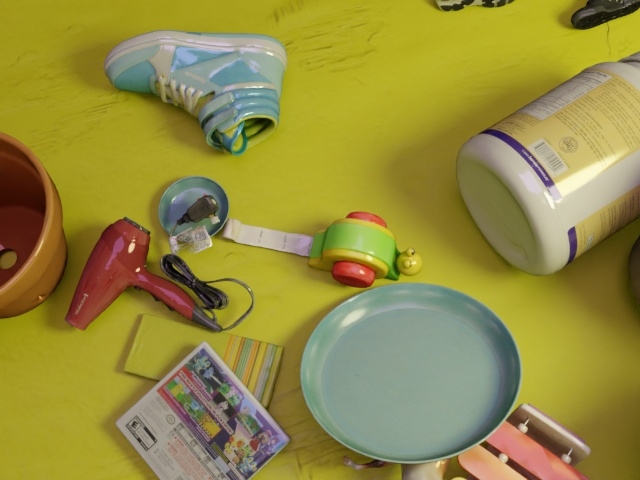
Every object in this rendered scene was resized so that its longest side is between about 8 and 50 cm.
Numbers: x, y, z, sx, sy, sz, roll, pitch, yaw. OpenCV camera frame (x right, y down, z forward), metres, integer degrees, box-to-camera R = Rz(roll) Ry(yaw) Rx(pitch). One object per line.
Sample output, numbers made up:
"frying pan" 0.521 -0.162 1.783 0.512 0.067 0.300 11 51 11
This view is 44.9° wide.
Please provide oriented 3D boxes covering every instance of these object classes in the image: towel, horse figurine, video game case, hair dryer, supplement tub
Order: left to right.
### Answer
"hair dryer" -0.269 0.062 1.214 0.293 0.080 0.224 -21 72 3
"video game case" -0.176 0.285 1.156 0.183 0.023 0.201 -43 76 -5
"towel" -0.181 0.188 1.212 0.237 0.021 0.102 13 65 8
"horse figurine" 0.113 0.341 1.059 0.174 0.066 0.263 -8 37 17
"supplement tub" 0.402 -0.123 1.183 0.331 0.241 0.241 -31 72 -9

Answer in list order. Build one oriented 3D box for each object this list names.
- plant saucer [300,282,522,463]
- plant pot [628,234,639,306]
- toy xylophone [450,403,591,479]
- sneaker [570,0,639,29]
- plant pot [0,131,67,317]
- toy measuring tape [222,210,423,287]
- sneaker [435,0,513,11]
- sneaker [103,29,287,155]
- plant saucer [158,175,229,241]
"plant saucer" 0.130 0.191 1.127 0.317 0.044 0.318 -5 43 5
"plant pot" 0.597 0.016 1.081 0.323 0.280 0.323 6 69 -15
"toy xylophone" 0.271 0.400 1.081 0.236 0.081 0.323 27 73 11
"sneaker" 0.514 -0.444 1.400 0.170 0.051 0.089 -18 70 -9
"plant pot" -0.523 0.001 1.195 0.290 0.203 0.291 -1 69 2
"toy measuring tape" 0.000 0.000 1.222 0.330 0.121 0.121 13 71 7
"sneaker" 0.291 -0.469 1.410 0.169 0.068 0.071 -4 64 1
"sneaker" -0.214 -0.241 1.314 0.319 0.127 0.208 -3 68 2
"plant saucer" -0.210 -0.050 1.297 0.119 0.021 0.119 -1 70 3
